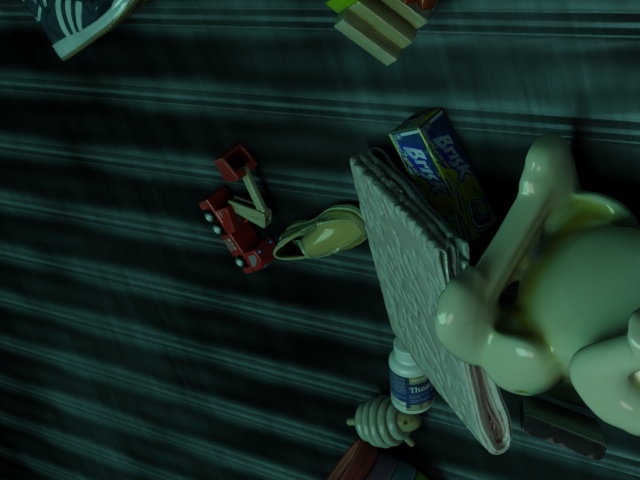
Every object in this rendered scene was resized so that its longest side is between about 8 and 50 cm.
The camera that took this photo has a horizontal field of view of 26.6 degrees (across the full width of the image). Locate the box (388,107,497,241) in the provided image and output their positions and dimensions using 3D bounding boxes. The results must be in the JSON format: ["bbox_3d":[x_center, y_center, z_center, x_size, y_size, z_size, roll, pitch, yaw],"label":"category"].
[{"bbox_3d":[0.157,-0.081,1.725,0.059,0.054,0.169,-8,117,50],"label":"box"}]

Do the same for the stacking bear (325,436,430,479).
[{"bbox_3d":[0.142,0.456,2.156,0.289,0.164,0.175,36,147,0],"label":"stacking bear"}]

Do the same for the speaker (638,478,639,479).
[{"bbox_3d":[0.476,0.374,1.805,0.055,0.055,0.136,-13,113,52],"label":"speaker"}]

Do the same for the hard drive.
[{"bbox_3d":[0.272,0.209,1.527,0.094,0.135,0.022,20,96,6],"label":"hard drive"}]

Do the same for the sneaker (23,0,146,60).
[{"bbox_3d":[-0.354,-0.369,1.971,0.153,0.099,0.282,56,147,-12],"label":"sneaker"}]

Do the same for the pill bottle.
[{"bbox_3d":[0.135,0.193,1.992,0.067,0.067,0.120,24,138,31],"label":"pill bottle"}]

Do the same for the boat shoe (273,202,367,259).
[{"bbox_3d":[0.000,0.000,1.953,0.190,0.072,0.068,-22,105,53],"label":"boat shoe"}]

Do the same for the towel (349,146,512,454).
[{"bbox_3d":[0.141,0.070,1.750,0.332,0.053,0.317,-126,18,-60],"label":"towel"}]

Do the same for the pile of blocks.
[{"bbox_3d":[0.018,-0.375,1.521,0.362,0.149,0.112,55,145,-7],"label":"pile of blocks"}]

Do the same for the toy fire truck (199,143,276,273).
[{"bbox_3d":[-0.116,-0.044,2.060,0.135,0.047,0.192,-18,109,51],"label":"toy fire truck"}]

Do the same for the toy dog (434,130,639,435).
[{"bbox_3d":[0.382,0.126,1.491,0.408,0.284,0.395,22,150,33],"label":"toy dog"}]

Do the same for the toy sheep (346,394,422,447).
[{"bbox_3d":[0.098,0.283,2.102,0.132,0.091,0.091,-12,115,31],"label":"toy sheep"}]
